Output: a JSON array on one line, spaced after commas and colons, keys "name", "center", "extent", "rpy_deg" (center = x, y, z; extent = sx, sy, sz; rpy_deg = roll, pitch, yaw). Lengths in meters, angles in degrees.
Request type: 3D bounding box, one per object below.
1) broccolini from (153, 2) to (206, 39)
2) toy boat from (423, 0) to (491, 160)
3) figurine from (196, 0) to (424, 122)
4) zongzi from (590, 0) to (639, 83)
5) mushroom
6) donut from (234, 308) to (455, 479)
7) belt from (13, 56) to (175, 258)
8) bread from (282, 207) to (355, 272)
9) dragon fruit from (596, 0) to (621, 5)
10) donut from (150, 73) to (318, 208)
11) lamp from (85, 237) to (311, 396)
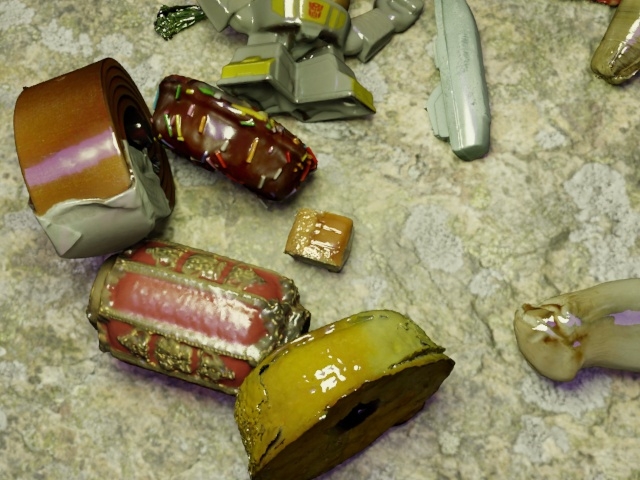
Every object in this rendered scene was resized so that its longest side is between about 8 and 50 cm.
[{"name": "broccolini", "center": [-0.140, -0.344, 1.219], "extent": [0.218, 0.044, 0.042], "rpy_deg": [-16, 59, -5]}, {"name": "toy boat", "center": [0.180, -0.238, 1.141], "extent": [0.085, 0.078, 0.261], "rpy_deg": [-11, 76, 25]}, {"name": "figurine", "center": [-0.029, -0.317, 1.127], "extent": [0.167, 0.342, 0.285], "rpy_deg": [-10, 71, 48]}, {"name": "zongzi", "center": [0.471, -0.267, 1.138], "extent": [0.176, 0.078, 0.160], "rpy_deg": [23, 104, -23]}, {"name": "mushroom", "center": [0.433, 0.136, 0.996], "extent": [0.397, 0.126, 0.177], "rpy_deg": [22, 86, 6]}, {"name": "donut", "center": [0.020, 0.177, 0.956], "extent": [0.272, 0.272, 0.107], "rpy_deg": [-31, 65, -4]}, {"name": "belt", "center": [-0.272, -0.102, 1.017], "extent": [0.122, 0.339, 0.217], "rpy_deg": [-20, 107, 0]}, {"name": "bread", "center": [0.000, -0.002, 1.090], "extent": [0.083, 0.077, 0.070], "rpy_deg": [13, 80, 9]}, {"name": "dragon fruit", "center": [0.367, -0.487, 1.155], "extent": [0.330, 0.302, 0.240], "rpy_deg": [47, 51, -1]}, {"name": "donut", "center": [-0.117, -0.124, 1.071], "extent": [0.230, 0.216, 0.096], "rpy_deg": [30, 89, -4]}, {"name": "lamp", "center": [-0.150, 0.095, 1.034], "extent": [0.274, 0.177, 0.177], "rpy_deg": [15, 77, 11]}]
